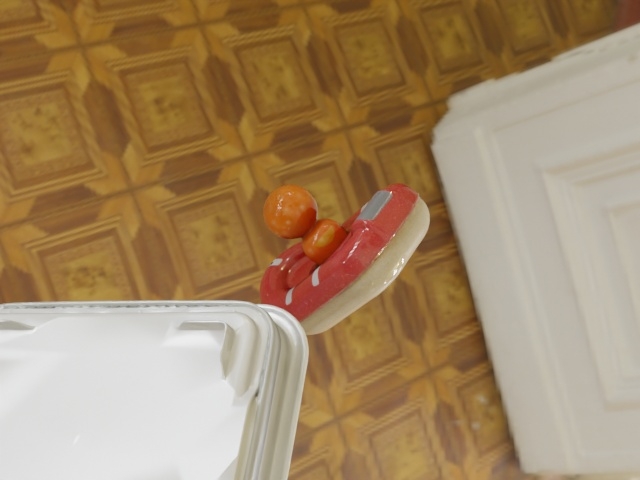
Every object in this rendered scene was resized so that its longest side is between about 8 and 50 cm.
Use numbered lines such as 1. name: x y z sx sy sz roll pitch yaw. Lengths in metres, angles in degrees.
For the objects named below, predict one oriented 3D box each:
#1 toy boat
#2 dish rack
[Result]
1. toy boat: 0.000 0.000 1.302 0.151 0.231 0.151 42 51 -6
2. dish rack: -0.188 0.165 0.953 0.072 0.333 0.285 57 37 -54
